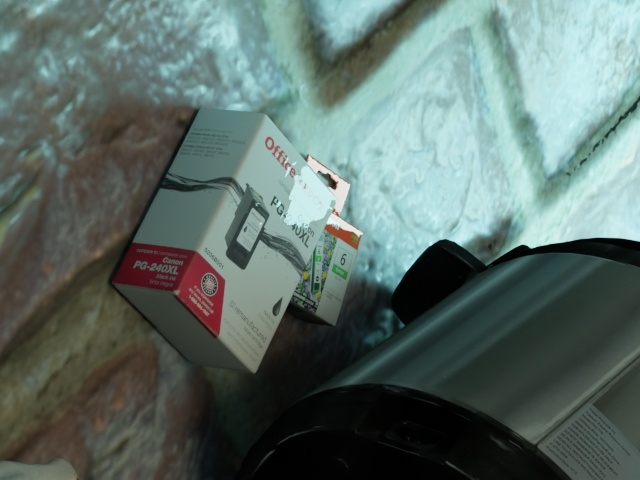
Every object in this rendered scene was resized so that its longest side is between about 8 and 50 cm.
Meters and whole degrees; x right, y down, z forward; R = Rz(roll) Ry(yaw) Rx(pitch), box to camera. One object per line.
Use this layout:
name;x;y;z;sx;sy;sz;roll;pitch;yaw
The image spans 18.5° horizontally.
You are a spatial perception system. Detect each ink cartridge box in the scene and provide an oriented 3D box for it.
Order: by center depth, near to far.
ink cartridge box;-0.063;-0.001;1.357;0.109;0.063;0.150;49;58;-43
ink cartridge box;0.000;0.000;1.467;0.063;0.029;0.115;33;69;-49

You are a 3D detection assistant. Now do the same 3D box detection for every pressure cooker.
pressure cooker;0.185;0.202;1.453;0.420;0.375;0.370;-33;117;-45

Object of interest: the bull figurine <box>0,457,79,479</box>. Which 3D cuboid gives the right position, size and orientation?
bull figurine;-0.211;0.283;1.175;0.188;0.101;0.310;47;58;-46
